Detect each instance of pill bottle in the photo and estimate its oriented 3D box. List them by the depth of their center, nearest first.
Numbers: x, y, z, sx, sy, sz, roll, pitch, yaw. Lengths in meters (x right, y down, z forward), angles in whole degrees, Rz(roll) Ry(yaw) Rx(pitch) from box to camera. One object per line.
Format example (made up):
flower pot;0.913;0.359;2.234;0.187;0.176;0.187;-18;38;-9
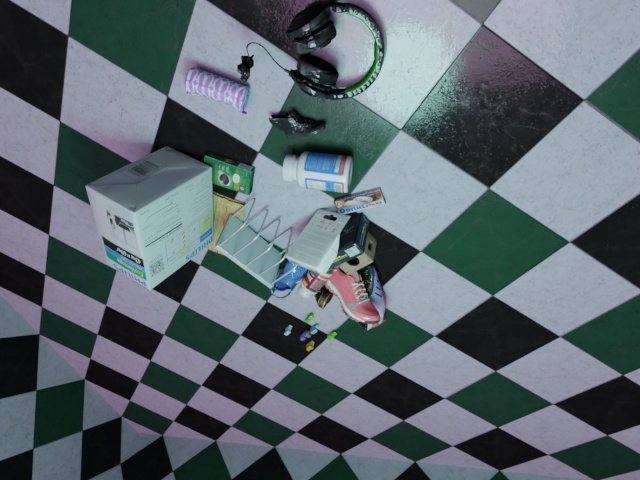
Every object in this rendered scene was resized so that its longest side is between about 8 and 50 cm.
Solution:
pill bottle;-0.008;-0.232;1.393;0.221;0.124;0.124;9;131;9
pill bottle;-0.024;0.160;1.676;0.086;0.086;0.152;32;115;-11

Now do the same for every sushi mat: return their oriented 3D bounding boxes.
sushi mat;-0.404;-0.058;1.723;0.151;0.019;0.317;21;132;-3

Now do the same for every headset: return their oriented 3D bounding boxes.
headset;-0.023;-0.497;1.135;0.393;0.185;0.244;-2;129;3

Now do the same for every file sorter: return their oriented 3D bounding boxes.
file sorter;-0.221;0.006;1.598;0.173;0.193;0.277;-33;119;31

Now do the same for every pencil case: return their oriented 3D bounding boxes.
pencil case;-0.325;-0.471;1.310;0.206;0.086;0.088;19;119;0

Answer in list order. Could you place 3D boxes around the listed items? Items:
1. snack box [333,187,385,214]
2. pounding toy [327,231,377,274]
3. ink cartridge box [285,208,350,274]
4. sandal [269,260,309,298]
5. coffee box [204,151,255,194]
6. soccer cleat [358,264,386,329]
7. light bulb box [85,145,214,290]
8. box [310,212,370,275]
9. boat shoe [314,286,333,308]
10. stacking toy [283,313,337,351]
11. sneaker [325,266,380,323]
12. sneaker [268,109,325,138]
snack box;0.139;-0.139;1.494;0.178;0.022;0.064;-12;126;24
pounding toy;0.104;0.077;1.579;0.206;0.181;0.094;-32;115;35
ink cartridge box;0.000;0.000;1.490;0.181;0.225;0.056;18;156;46
sandal;-0.114;0.142;1.729;0.126;0.138;0.317;32;128;-9
coffee box;-0.337;-0.246;1.532;0.184;0.040;0.113;18;132;1
soccer cleat;0.221;0.228;1.739;0.116;0.108;0.318;-13;119;-20
light bulb box;-0.586;-0.085;1.509;0.225;0.358;0.361;27;133;17
box;0.066;0.013;1.536;0.232;0.183;0.059;-26;118;33
boat shoe;0.007;0.235;1.742;0.073;0.207;0.073;29;92;7
stacking toy;-0.051;0.443;2.022;0.167;0.052;0.221;39;127;-19
sneaker;0.126;0.194;1.638;0.314;0.115;0.136;45;127;31
sneaker;-0.074;-0.378;1.338;0.170;0.051;0.089;-5;132;24
